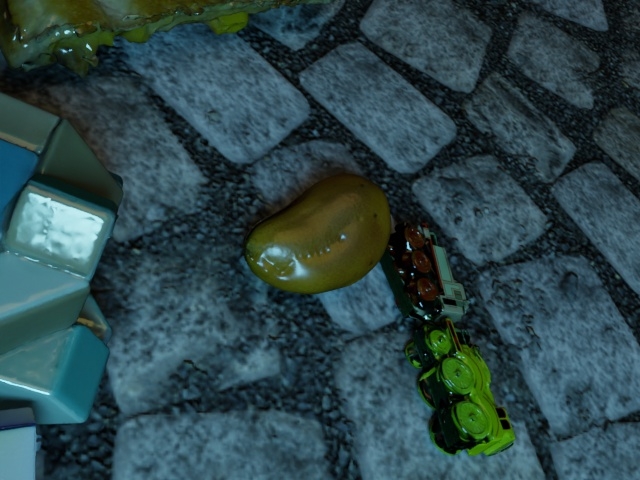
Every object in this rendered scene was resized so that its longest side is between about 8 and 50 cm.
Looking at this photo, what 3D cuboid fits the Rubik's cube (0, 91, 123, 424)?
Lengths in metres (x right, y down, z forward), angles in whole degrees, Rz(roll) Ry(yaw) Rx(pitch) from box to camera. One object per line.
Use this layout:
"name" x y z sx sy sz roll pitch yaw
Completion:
"Rubik's cube" -0.239 0.023 0.561 0.213 0.224 0.265 23 44 -16

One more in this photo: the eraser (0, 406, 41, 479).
"eraser" -0.231 0.180 0.506 0.104 0.150 0.023 -3 22 -29

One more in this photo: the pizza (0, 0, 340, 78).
"pizza" -0.227 -0.373 0.944 0.435 0.080 0.391 -22 69 -38

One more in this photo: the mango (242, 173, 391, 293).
"mango" 0.000 0.000 0.794 0.159 0.084 0.105 -29 89 -18

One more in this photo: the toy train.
"toy train" 0.120 0.091 0.810 0.085 0.053 0.249 8 54 -33
